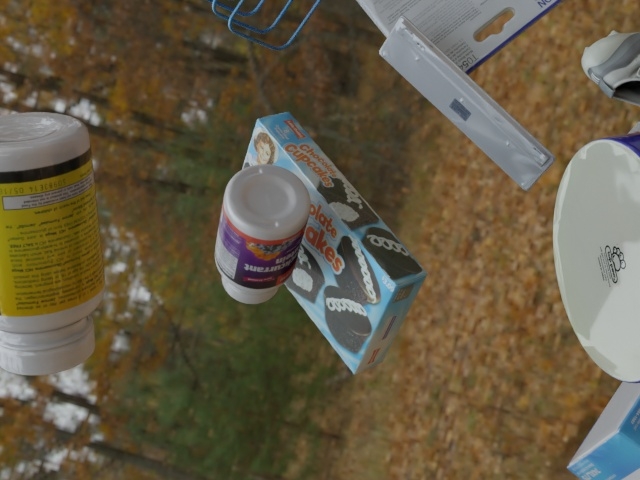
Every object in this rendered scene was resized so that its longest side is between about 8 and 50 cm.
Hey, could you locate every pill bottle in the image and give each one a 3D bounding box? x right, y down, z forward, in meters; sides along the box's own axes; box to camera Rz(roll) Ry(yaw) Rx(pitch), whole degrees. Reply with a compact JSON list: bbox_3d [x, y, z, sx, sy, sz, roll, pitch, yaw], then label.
[{"bbox_3d":[-0.079,0.000,1.454,0.193,0.108,0.108,107,179,-56],"label":"pill bottle"},{"bbox_3d":[-0.397,0.006,1.564,0.188,0.187,0.334,-77,-14,-68],"label":"pill bottle"}]

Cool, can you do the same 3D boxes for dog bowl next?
[{"bbox_3d":[0.353,0.016,1.207,0.265,0.104,0.265,172,90,-74],"label":"dog bowl"}]

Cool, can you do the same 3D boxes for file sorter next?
[{"bbox_3d":[-0.091,-0.325,1.378,0.118,0.170,0.104,12,-59,-50],"label":"file sorter"}]

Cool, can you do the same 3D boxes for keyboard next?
[{"bbox_3d":[0.176,-0.166,1.387,0.014,0.256,0.072,-40,-9,-32],"label":"keyboard"}]

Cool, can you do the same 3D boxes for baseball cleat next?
[{"bbox_3d":[0.392,-0.200,1.253,0.072,0.205,0.109,84,162,-55],"label":"baseball cleat"}]

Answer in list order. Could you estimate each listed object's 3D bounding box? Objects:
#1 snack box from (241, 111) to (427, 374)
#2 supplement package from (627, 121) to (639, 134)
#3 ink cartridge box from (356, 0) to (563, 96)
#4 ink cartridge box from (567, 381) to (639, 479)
[{"bbox_3d":[0.000,0.000,1.536,0.060,0.322,0.187,-19,-34,-34],"label":"snack box"},{"bbox_3d":[0.559,-0.048,1.797,0.262,0.198,0.199,-39,-53,-49],"label":"supplement package"},{"bbox_3d":[0.169,-0.328,1.444,0.223,0.224,0.045,-37,-9,2],"label":"ink cartridge box"},{"bbox_3d":[0.539,0.312,1.617,0.198,0.270,0.197,-48,-9,-27],"label":"ink cartridge box"}]
